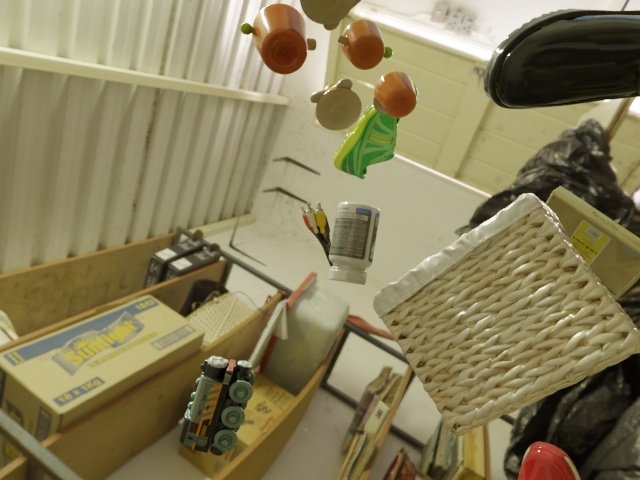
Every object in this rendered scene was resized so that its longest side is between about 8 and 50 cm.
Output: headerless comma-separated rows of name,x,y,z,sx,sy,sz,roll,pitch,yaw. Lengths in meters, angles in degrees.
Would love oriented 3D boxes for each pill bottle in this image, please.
pill bottle,0.057,0.007,0.774,0.078,0.078,0.137,29,-109,-75

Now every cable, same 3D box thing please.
cable,0.000,0.000,1.559,0.072,0.140,0.287,-22,-79,-36

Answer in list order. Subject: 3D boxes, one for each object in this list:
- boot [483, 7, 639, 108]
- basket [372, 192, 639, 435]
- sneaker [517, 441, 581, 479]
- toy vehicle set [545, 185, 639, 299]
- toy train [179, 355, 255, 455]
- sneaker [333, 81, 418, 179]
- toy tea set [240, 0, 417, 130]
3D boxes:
boot,0.483,-0.203,0.554,0.445,0.367,0.146,-110,6,-55
basket,0.335,0.141,0.782,0.331,0.266,0.328,-38,-30,24
sneaker,0.274,0.382,0.552,0.128,0.087,0.221,1,-92,-48
toy vehicle set,0.666,0.005,1.091,0.035,0.267,0.166,-30,-32,-21
toy train,-0.338,0.544,1.450,0.142,0.190,0.333,-119,47,-80
sneaker,0.149,-0.267,1.082,0.295,0.124,0.109,-48,12,44
toy tea set,0.030,-0.325,0.782,0.200,0.124,0.336,-33,-46,21
